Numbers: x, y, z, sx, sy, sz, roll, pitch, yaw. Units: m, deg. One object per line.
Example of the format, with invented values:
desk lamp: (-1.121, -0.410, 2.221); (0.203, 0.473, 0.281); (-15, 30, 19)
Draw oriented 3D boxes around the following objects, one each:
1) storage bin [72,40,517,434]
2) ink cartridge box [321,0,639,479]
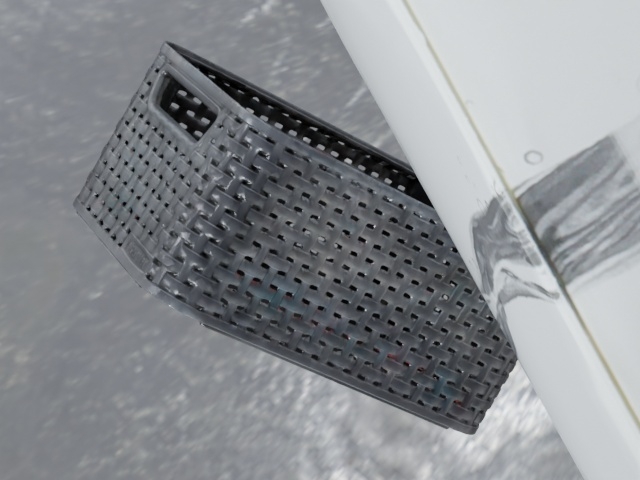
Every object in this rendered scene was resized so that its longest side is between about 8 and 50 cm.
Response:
storage bin: (0.000, 0.000, 0.815); (0.180, 0.122, 0.084); (24, 100, -32)
ink cartridge box: (0.124, -0.055, 0.461); (0.211, 0.121, 0.289); (-27, 82, -5)
